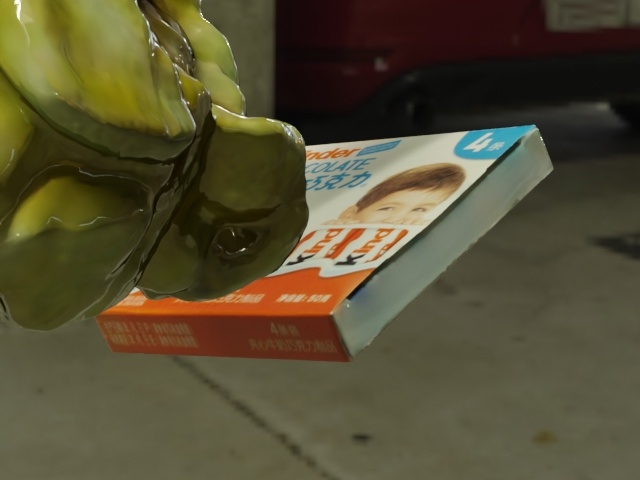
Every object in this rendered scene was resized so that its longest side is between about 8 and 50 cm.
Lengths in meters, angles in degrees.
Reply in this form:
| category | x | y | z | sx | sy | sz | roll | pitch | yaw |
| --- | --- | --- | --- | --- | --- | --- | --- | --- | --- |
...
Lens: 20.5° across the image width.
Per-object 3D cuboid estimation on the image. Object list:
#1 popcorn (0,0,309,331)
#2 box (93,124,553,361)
| category | x | y | z | sx | sy | sz | roll | pitch | yaw |
| --- | --- | --- | --- | --- | --- | --- | --- | --- | --- |
| popcorn | -0.185 | -0.064 | 0.971 | 0.294 | 0.292 | 0.334 | -33 | -5 | 29 |
| box | 0.000 | 0.000 | 1.356 | 0.273 | 0.048 | 0.265 | -3 | 29 | 46 |
